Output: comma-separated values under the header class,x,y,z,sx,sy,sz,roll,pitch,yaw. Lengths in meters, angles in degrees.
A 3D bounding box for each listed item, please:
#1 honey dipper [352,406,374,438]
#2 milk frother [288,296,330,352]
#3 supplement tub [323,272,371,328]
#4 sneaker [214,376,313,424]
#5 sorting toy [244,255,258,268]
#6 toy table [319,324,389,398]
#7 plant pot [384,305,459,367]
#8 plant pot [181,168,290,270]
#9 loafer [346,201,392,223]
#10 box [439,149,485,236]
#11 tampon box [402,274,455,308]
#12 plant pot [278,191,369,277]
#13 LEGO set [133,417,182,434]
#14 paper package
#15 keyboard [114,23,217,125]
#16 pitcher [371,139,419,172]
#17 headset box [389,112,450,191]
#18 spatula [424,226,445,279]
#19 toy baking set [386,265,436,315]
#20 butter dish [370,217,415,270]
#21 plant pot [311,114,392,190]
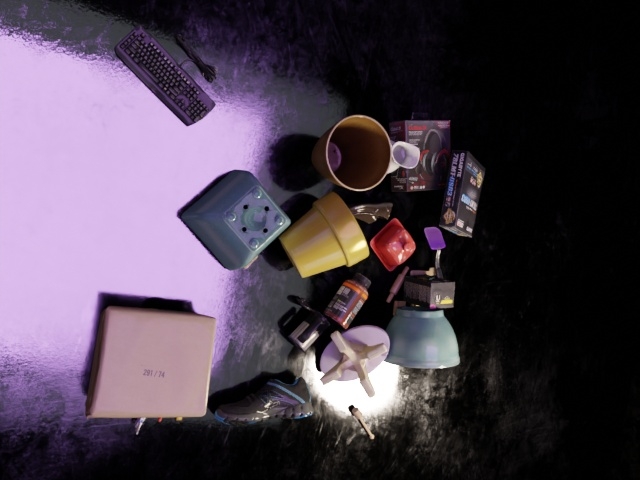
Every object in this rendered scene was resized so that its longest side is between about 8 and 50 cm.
class,x,y,z,sx,sy,sz,roll,pitch,yaw
honey dipper,0.168,0.713,2.019,0.030,0.030,0.160,-36,112,-20
milk frother,-0.063,0.292,1.837,0.143,0.129,0.135,38,72,20
supplement tub,0.104,0.217,1.900,0.106,0.106,0.198,42,76,-24
sneaker,-0.196,0.553,1.788,0.341,0.125,0.139,1,66,-24
sorting toy,-0.257,0.046,1.752,0.062,0.012,0.083,-47,112,-19
toy table,0.117,0.417,1.826,0.274,0.161,0.252,-43,88,9
plant pot,0.370,0.349,1.951,0.293,0.293,0.196,0,90,-27
plant pot,-0.239,-0.065,1.609,0.247,0.252,0.248,-44,108,-17
loafer,0.177,-0.100,1.924,0.220,0.080,0.078,-6,96,-27
box,0.558,-0.175,2.042,0.295,0.073,0.293,14,85,-60
tampon box,0.413,0.195,1.994,0.120,0.161,0.101,0,96,-29
plant pot,0.000,0.000,1.763,0.239,0.254,0.254,-29,107,-7
LEGO set,-0.517,0.479,1.630,0.182,0.060,0.244,-21,101,-23
paper package,-0.499,0.358,1.544,0.325,0.168,0.309,10,80,-26
keyboard,-0.443,-0.526,1.598,0.317,0.033,0.201,46,74,-24
pitcher,0.224,-0.312,1.859,0.178,0.207,0.125,24,83,-26
headset box,0.381,-0.338,1.992,0.218,0.110,0.293,-6,97,-27
spatula,0.476,0.091,2.097,0.084,0.030,0.296,-7,88,-29
toy baking set,0.368,0.197,2.080,0.197,0.030,0.256,32,80,-29
butter dish,0.298,0.020,1.976,0.160,0.118,0.160,-43,112,-17
plant pot,0.071,-0.285,1.754,0.237,0.254,0.237,-2,96,-25
